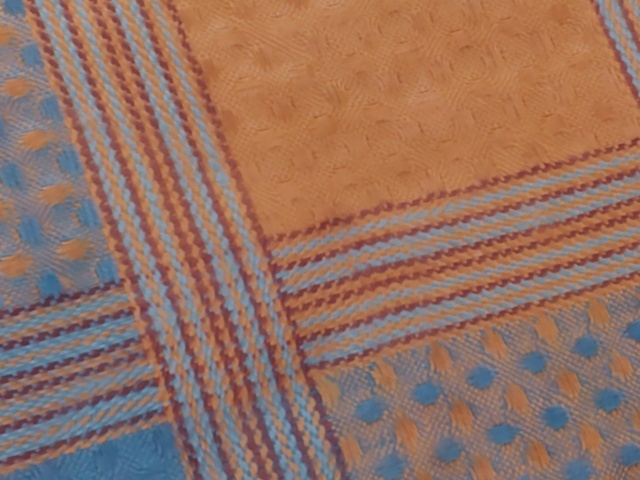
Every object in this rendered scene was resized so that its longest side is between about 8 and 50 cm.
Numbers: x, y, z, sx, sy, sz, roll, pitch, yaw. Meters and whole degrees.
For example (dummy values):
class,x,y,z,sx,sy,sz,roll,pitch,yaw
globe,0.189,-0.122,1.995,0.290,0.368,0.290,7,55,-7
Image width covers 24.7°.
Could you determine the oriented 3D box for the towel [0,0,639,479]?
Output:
class,x,y,z,sx,sy,sz,roll,pitch,yaw
towel,0.000,0.000,0.394,0.370,0.040,0.271,-15,78,-14
